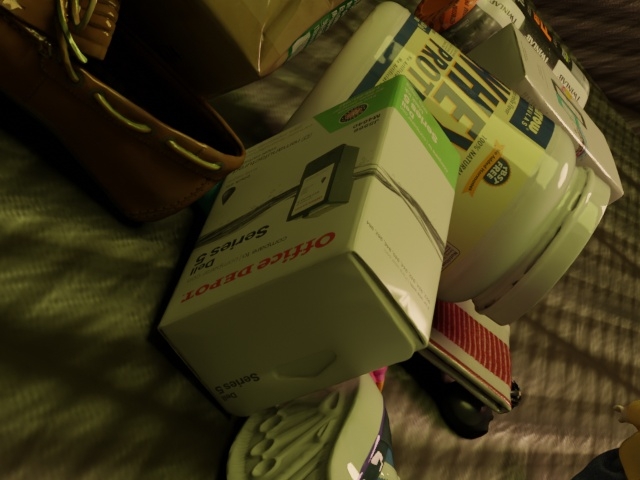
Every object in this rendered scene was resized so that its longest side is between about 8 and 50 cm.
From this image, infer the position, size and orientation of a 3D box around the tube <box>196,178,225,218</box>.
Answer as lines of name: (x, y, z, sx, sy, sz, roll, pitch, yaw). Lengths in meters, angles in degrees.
tube: (-0.087, -0.029, 1.220, 0.207, 0.052, 0.080, 61, 30, -1)

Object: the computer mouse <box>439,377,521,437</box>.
computer mouse: (0.205, 0.187, 1.507, 0.071, 0.041, 0.242, 59, 22, 11)

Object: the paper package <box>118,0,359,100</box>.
paper package: (-0.135, -0.280, 1.110, 0.309, 0.168, 0.325, 50, -18, -12)

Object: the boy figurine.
boy figurine: (0.416, 0.264, 1.506, 0.092, 0.285, 0.177, 22, 37, -53)

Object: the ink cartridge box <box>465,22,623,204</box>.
ink cartridge box: (0.312, -0.156, 1.985, 0.270, 0.198, 0.197, 45, 24, -25)

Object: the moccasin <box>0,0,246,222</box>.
moccasin: (-0.203, -0.169, 1.004, 0.380, 0.147, 0.139, 51, 26, -27)

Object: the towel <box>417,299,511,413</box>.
towel: (0.138, 0.048, 1.518, 0.237, 0.037, 0.329, 37, 28, -14)

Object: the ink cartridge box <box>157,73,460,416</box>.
ink cartridge box: (0.000, 0.000, 1.092, 0.114, 0.198, 0.273, 53, 30, -24)

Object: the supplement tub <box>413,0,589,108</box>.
supplement tub: (0.321, -0.329, 2.244, 0.316, 0.194, 0.193, 45, 25, -24)

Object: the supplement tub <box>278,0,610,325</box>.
supplement tub: (0.129, -0.080, 1.382, 0.325, 0.235, 0.235, 36, 25, -4)

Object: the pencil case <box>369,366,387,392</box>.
pencil case: (0.029, 0.077, 1.226, 0.104, 0.104, 0.236, 49, 26, -15)

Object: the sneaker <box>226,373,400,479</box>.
sneaker: (0.033, 0.261, 0.986, 0.236, 0.130, 0.322, 60, 14, -19)
